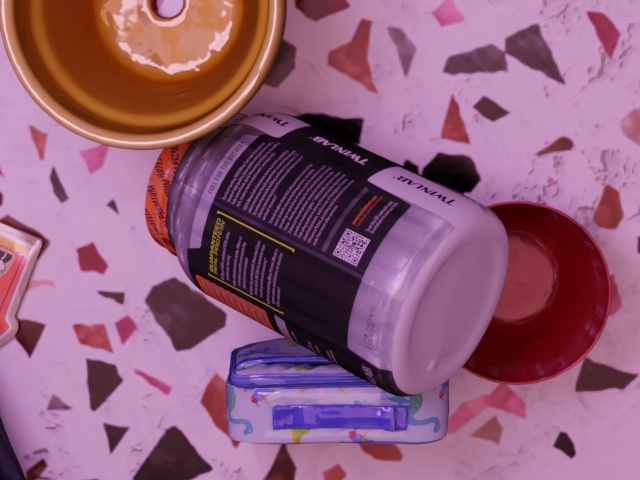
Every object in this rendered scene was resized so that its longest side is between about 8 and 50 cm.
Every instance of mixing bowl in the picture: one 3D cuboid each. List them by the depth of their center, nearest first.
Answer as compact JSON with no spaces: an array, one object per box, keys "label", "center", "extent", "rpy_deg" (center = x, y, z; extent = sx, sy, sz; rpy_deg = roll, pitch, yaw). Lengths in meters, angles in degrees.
[{"label":"mixing bowl","center":[0.191,0.043,1.879],"extent":[0.181,0.098,0.181],"rpy_deg":[0,100,2]}]

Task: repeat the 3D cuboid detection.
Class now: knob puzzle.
[{"label":"knob puzzle","center":[-0.397,0.055,1.934],"extent":[0.213,0.030,0.213],"rpy_deg":[0,99,1]}]

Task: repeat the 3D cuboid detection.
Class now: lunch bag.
[{"label":"lunch bag","center":[0.018,0.147,1.861],"extent":[0.219,0.176,0.090],"rpy_deg":[-1,99,3]}]

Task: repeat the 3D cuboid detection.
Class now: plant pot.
[{"label":"plant pot","center":[-0.154,-0.219,1.776],"extent":[0.254,0.239,0.254],"rpy_deg":[0,98,2]}]

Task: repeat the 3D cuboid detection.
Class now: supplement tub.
[{"label":"supplement tub","center":[0.000,0.000,1.781],"extent":[0.316,0.193,0.193],"rpy_deg":[27,100,29]}]

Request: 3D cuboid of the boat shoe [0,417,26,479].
[{"label":"boat shoe","center":[-0.354,0.294,1.899],"extent":[0.187,0.156,0.500],"rpy_deg":[-17,104,4]}]
